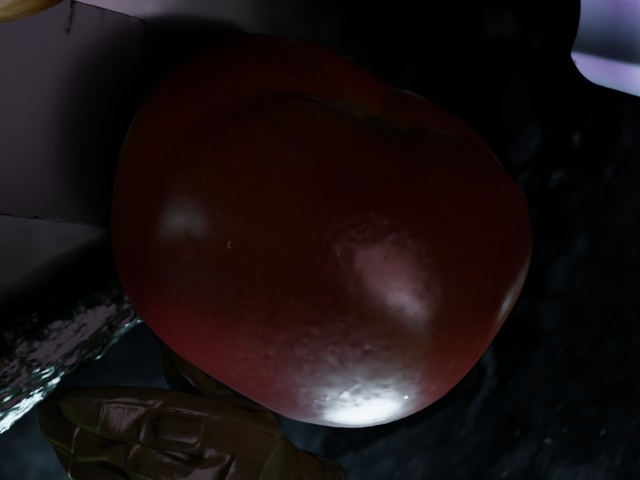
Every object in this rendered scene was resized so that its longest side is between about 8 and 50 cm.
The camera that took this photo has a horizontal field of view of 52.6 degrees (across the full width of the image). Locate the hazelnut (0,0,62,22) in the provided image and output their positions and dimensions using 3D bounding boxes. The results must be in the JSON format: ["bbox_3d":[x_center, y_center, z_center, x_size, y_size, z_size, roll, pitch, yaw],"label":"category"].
[{"bbox_3d":[-0.201,-0.187,0.339,0.150,0.150,0.150,-13,118,-27],"label":"hazelnut"}]

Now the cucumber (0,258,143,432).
[{"bbox_3d":[-0.217,0.086,0.498,0.293,0.067,0.068,-38,126,-13],"label":"cucumber"}]

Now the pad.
[{"bbox_3d":[-0.248,-0.099,0.429,0.242,0.004,0.164,8,107,-34],"label":"pad"}]

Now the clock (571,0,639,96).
[{"bbox_3d":[0.414,-0.307,0.693,0.338,0.102,0.339,-14,119,-27],"label":"clock"}]

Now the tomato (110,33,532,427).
[{"bbox_3d":[0.000,0.000,0.470,0.298,0.299,0.226,10,122,-35],"label":"tomato"}]

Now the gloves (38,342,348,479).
[{"bbox_3d":[-0.094,0.212,0.583,0.154,0.141,0.331,-51,128,-1],"label":"gloves"}]
